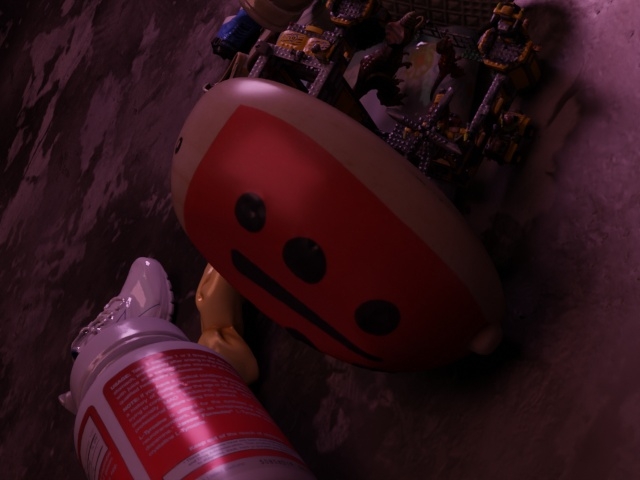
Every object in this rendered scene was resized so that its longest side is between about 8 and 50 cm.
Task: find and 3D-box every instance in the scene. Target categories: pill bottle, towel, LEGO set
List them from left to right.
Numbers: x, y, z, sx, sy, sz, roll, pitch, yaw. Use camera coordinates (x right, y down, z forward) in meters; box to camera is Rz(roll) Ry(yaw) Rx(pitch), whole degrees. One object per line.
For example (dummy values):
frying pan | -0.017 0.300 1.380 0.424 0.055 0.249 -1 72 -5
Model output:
pill bottle | -0.163 0.268 1.533 0.229 0.229 0.407 -58 38 11
towel | 0.044 -0.094 1.654 0.374 0.090 0.320 -12 61 48
LEGO set | 0.081 -0.208 1.452 0.331 0.192 0.255 30 81 30

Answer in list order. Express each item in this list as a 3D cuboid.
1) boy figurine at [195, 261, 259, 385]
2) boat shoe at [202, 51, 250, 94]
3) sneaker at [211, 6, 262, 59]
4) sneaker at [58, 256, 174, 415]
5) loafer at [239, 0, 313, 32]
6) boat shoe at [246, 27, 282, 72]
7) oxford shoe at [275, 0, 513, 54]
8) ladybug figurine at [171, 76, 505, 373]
boy figurine | -0.131 0.080 1.790 0.177 0.092 0.285 97 172 -51
boat shoe | -0.171 -0.241 2.135 0.190 0.072 0.068 -53 32 20
sneaker | -0.142 -0.356 2.187 0.152 0.058 0.084 -6 58 61
sneaker | -0.324 0.157 2.024 0.111 0.129 0.297 -21 50 53
loafer | -0.026 -0.384 1.701 0.092 0.102 0.268 -44 15 48
boat shoe | -0.031 -0.344 1.973 0.257 0.095 0.095 -25 42 48
oxford shoe | 0.099 -0.324 1.700 0.449 0.169 0.130 -18 34 53
ladybug figurine | 0.000 0.000 1.384 0.449 0.305 0.162 33 60 25
